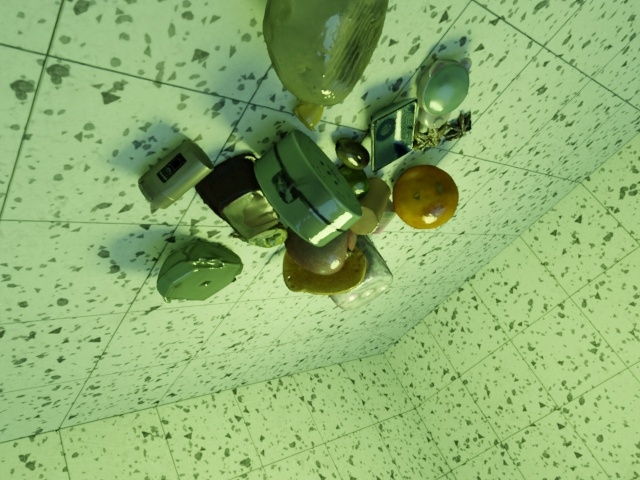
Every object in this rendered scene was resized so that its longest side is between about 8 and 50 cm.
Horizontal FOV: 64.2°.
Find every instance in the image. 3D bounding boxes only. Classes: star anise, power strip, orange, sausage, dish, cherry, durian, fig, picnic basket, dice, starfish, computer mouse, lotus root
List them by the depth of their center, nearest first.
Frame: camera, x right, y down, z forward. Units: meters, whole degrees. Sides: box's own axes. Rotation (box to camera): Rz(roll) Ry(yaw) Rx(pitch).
[{"bbox_3d":[-0.034,-0.157,1.514,0.161,0.358,0.357,-36,152,16],"label":"power strip"},{"bbox_3d":[-0.243,-0.120,1.607,0.222,0.129,0.297,-29,151,0],"label":"picnic basket"},{"bbox_3d":[0.223,-0.362,1.695,0.181,0.080,0.243,-31,150,-14],"label":"dish"},{"bbox_3d":[0.111,-0.288,1.710,0.080,0.089,0.179,1,170,35],"label":"lotus root"},{"bbox_3d":[-0.430,0.102,1.790,0.228,0.145,0.429,-44,162,10],"label":"computer mouse"},{"bbox_3d":[0.088,-0.203,1.807,0.156,0.123,0.123,-14,150,-5],"label":"fig"},{"bbox_3d":[0.396,-0.400,1.827,0.146,0.074,0.190,-21,150,-5],"label":"starfish"},{"bbox_3d":[-0.217,-0.028,1.836,0.208,0.102,0.146,-7,150,5],"label":"durian"},{"bbox_3d":[0.184,-0.137,1.897,0.123,0.123,0.253,-56,-176,40],"label":"sausage"},{"bbox_3d":[0.000,0.000,1.906,0.261,0.307,0.221,-55,149,-45],"label":"cherry"},{"bbox_3d":[0.527,-0.425,1.938,0.141,0.042,0.141,-22,150,-13],"label":"star anise"},{"bbox_3d":[0.413,-0.170,2.017,0.261,0.261,0.261,-23,152,-13],"label":"orange"},{"bbox_3d":[0.139,0.125,2.226,0.271,0.270,0.270,-34,153,8],"label":"dice"}]

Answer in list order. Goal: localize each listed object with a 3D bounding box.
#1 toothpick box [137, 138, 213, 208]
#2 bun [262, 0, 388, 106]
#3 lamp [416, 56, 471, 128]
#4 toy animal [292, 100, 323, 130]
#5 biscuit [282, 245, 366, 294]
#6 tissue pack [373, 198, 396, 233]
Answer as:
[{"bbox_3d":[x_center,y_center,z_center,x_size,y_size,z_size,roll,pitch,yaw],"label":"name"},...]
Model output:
[{"bbox_3d":[-0.393,-0.179,1.386,0.180,0.111,0.111,-36,152,10],"label":"toothpick box"},{"bbox_3d":[0.008,-0.468,1.137,0.362,0.234,0.326,-34,143,-62],"label":"bun"},{"bbox_3d":[0.395,-0.466,1.645,0.179,0.108,0.246,-11,139,-19],"label":"lamp"},{"bbox_3d":[-0.001,-0.396,1.451,0.083,0.070,0.159,41,96,-20],"label":"toy animal"},{"bbox_3d":[0.013,0.078,2.065,0.343,0.288,0.057,-3,173,6],"label":"biscuit"},{"bbox_3d":[0.178,-0.102,2.080,0.246,0.092,0.148,-2,140,-42],"label":"tissue pack"}]
